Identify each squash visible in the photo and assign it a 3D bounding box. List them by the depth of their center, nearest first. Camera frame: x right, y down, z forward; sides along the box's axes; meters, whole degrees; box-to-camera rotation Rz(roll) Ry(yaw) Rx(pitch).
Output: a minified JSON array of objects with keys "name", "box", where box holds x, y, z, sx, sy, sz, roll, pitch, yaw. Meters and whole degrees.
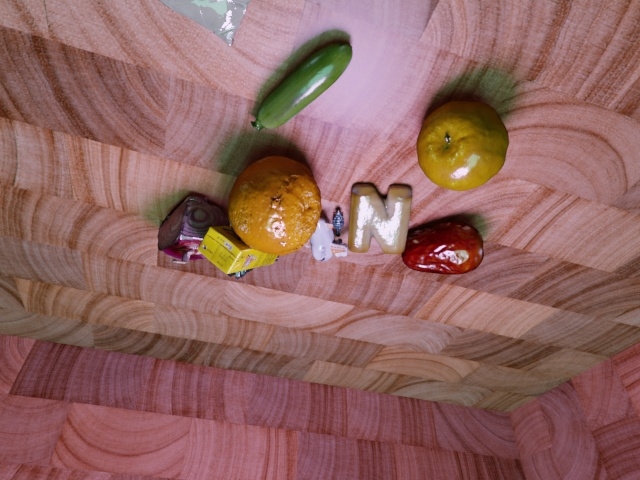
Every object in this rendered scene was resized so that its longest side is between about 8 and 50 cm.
[{"name":"squash","box":[-0.066,-0.446,1.281,0.395,0.107,0.107,-30,130,31]}]

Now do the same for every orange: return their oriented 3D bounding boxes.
[{"name":"orange","box":[0.437,-0.290,1.330,0.235,0.279,0.279,-4,153,-48]},{"name":"orange","box":[-0.163,-0.121,1.492,0.293,0.340,0.340,11,145,29]}]

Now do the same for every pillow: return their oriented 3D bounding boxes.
[{"name":"pillow","box":[-0.283,-0.674,1.053,0.274,0.076,0.280,23,129,-25]}]

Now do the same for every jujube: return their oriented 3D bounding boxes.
[{"name":"jujube","box":[0.492,0.037,1.737,0.318,0.223,0.223,-7,139,23]}]

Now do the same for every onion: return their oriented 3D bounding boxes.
[{"name":"onion","box":[-0.484,-0.025,1.685,0.230,0.272,0.256,22,166,-40]}]

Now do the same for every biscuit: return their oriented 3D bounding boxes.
[{"name":"biscuit","box":[0.226,-0.076,1.663,0.237,0.062,0.290,4,118,0]}]

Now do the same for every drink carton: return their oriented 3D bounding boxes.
[{"name":"drink carton","box":[-0.283,0.025,1.621,0.155,0.351,0.111,36,104,15]}]

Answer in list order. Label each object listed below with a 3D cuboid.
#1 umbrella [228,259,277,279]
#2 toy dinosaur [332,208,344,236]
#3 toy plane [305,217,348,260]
[{"name":"umbrella","box":[-0.298,0.082,1.876,0.272,0.122,0.110,-30,152,20]},{"name":"toy dinosaur","box":[0.073,-0.072,1.737,0.049,0.055,0.154,-3,136,0]},{"name":"toy plane","box":[0.000,0.000,1.736,0.245,0.117,0.244,19,143,15]}]
